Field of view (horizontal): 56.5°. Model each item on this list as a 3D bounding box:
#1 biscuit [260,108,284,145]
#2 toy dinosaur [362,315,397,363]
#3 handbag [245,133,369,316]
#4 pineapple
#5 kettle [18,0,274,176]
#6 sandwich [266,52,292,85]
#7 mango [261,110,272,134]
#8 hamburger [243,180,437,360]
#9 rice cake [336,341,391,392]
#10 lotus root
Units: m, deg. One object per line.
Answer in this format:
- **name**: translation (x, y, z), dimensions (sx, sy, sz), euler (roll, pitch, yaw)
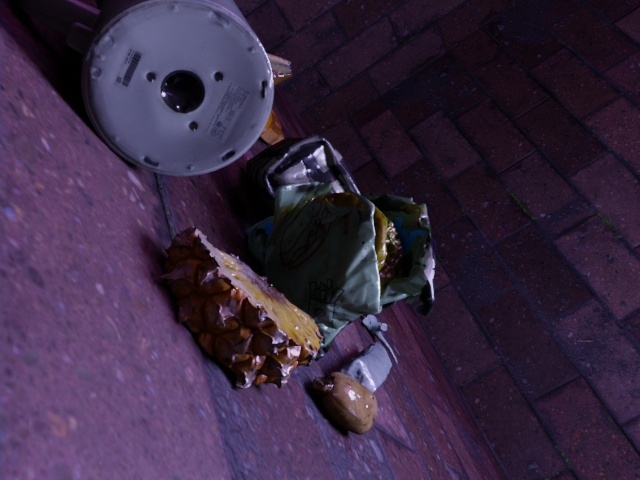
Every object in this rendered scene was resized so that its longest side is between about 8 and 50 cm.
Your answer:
- **biscuit**: translation (-0.212, -0.411, 1.704), dimensions (0.312, 0.057, 0.351), euler (53, 11, -30)
- **toy dinosaur**: translation (0.135, 0.218, 1.496), dimensions (0.187, 0.044, 0.106), euler (56, -7, -7)
- **handbag**: translation (0.003, -0.041, 1.138), dimensions (0.327, 0.162, 0.325), euler (59, -6, -15)
- **pineapple**: translation (-0.073, 0.094, 0.630), dimensions (0.233, 0.079, 0.135), euler (44, 6, -36)
- **kettle**: translation (-0.216, -0.245, 0.754), dimensions (0.318, 0.264, 0.205), euler (-112, -162, -50)
- **sandwich**: translation (-0.203, -0.432, 1.491), dimensions (0.257, 0.096, 0.094), euler (8, 60, -22)
- **mango**: translation (-0.176, -0.311, 1.333), dimensions (0.154, 0.126, 0.252), euler (48, -1, 14)
- **hamburger**: translation (0.024, 0.007, 0.855), dimensions (0.150, 0.275, 0.261), euler (50, 18, -53)
- **rice cake**: translation (0.084, 0.229, 1.062), dimensions (0.066, 0.062, 0.336), euler (62, 9, 10)
- **lotus root**: translation (0.043, 0.230, 0.837), dimensions (0.152, 0.063, 0.072), euler (45, 5, -43)
